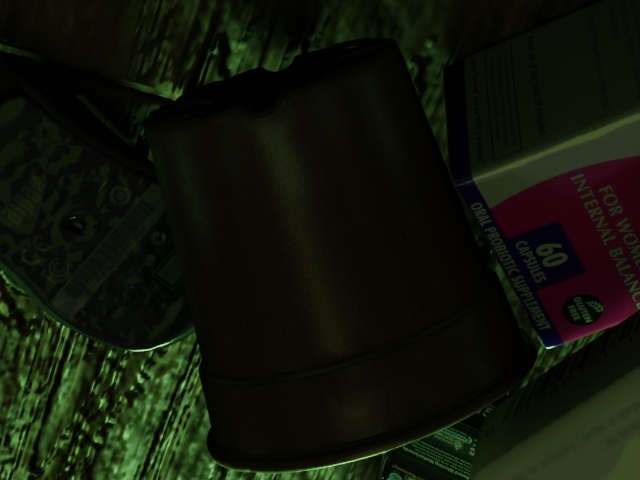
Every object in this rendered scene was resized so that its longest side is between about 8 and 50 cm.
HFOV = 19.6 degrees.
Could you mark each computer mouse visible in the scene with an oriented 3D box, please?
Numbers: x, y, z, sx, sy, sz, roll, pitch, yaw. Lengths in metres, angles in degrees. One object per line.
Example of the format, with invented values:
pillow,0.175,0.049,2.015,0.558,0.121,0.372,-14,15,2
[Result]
computer mouse,-0.134,-0.070,0.912,0.262,0.060,0.184,31,102,-24

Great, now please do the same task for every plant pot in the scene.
plant pot,0.000,0.000,0.878,0.167,0.167,0.165,-15,102,13

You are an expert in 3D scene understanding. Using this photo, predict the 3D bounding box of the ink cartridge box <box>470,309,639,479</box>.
ink cartridge box,0.302,0.157,0.817,0.308,0.091,0.385,-36,97,24

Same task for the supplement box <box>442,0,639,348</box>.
supplement box,0.180,-0.055,0.867,0.220,0.114,0.111,-23,121,16

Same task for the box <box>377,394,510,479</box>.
box,0.119,0.181,1.039,0.190,0.045,0.184,22,130,19
